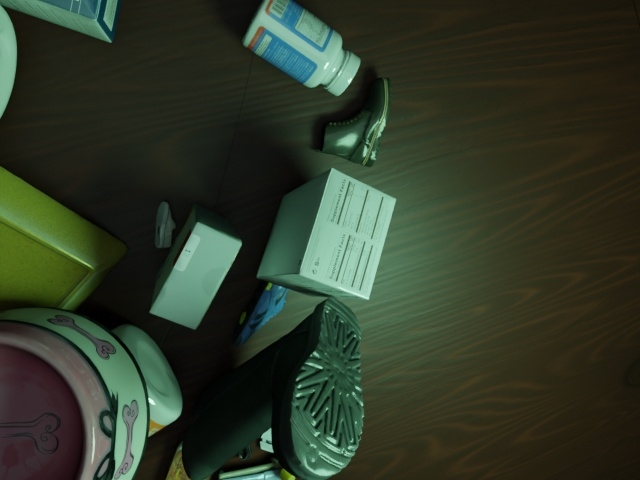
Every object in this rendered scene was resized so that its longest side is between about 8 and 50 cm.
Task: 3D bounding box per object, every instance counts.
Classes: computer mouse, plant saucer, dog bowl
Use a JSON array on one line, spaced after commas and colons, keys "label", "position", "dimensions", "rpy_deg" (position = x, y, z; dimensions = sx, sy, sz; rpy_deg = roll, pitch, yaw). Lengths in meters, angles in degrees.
[{"label": "computer mouse", "position": [-0.115, 0.509, 1.105], "dimensions": [0.193, 0.042, 0.105], "rpy_deg": [8, 99, -19]}, {"label": "plant saucer", "position": [-0.587, 0.066, 0.782], "dimensions": [0.332, 0.081, 0.333], "rpy_deg": [-48, 129, -1]}, {"label": "dog bowl", "position": [-0.495, 0.306, 0.670], "dimensions": [0.409, 0.150, 0.407], "rpy_deg": [1, 81, -5]}]

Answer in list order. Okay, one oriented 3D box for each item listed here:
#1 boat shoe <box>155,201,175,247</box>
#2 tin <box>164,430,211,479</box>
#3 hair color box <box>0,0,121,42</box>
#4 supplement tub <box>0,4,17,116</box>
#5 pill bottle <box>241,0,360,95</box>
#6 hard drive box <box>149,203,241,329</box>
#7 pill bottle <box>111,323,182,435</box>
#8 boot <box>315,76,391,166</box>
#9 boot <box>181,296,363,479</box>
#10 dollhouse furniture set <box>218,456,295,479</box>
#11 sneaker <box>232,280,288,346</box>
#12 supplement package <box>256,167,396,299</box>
[{"label": "boat shoe", "position": [-0.326, -0.032, 0.919], "dimensions": [0.035, 0.035, 0.100], "rpy_deg": [0, 100, -46]}, {"label": "tin", "position": [-0.310, 0.543, 1.055], "dimensions": [0.106, 0.040, 0.189], "rpy_deg": [20, 96, -17]}, {"label": "hair color box", "position": [-0.516, -0.442, 0.684], "dimensions": [0.348, 0.174, 0.105], "rpy_deg": [13, 98, -20]}, {"label": "supplement tub", "position": [-0.671, -0.301, 0.634], "dimensions": [0.325, 0.235, 0.235], "rpy_deg": [15, 98, -21]}, {"label": "pill bottle", "position": [-0.035, -0.390, 0.877], "dimensions": [0.222, 0.124, 0.124], "rpy_deg": [28, 93, -22]}, {"label": "hard drive box", "position": [-0.245, 0.039, 0.852], "dimensions": [0.089, 0.232, 0.181], "rpy_deg": [28, 93, -22]}, {"label": "pill bottle", "position": [-0.500, 0.358, 0.850], "dimensions": [0.392, 0.224, 0.224], "rpy_deg": [-32, 110, -8]}, {"label": "boot", "position": [0.074, -0.275, 0.968], "dimensions": [0.137, 0.077, 0.197], "rpy_deg": [9, 99, -14]}, {"label": "boot", "position": [-0.128, 0.341, 0.815], "dimensions": [0.445, 0.367, 0.146], "rpy_deg": [-37, 102, 25]}, {"label": "dollhouse furniture set", "position": [-0.190, 0.695, 1.020], "dimensions": [0.287, 0.198, 0.303], "rpy_deg": [5, 102, -28]}, {"label": "sneaker", "position": [-0.128, 0.164, 1.006], "dimensions": [0.082, 0.069, 0.209], "rpy_deg": [30, 92, -25]}, {"label": "supplement package", "position": [0.000, 0.000, 0.880], "dimensions": [0.145, 0.262, 0.203], "rpy_deg": [22, 76, -21]}]
